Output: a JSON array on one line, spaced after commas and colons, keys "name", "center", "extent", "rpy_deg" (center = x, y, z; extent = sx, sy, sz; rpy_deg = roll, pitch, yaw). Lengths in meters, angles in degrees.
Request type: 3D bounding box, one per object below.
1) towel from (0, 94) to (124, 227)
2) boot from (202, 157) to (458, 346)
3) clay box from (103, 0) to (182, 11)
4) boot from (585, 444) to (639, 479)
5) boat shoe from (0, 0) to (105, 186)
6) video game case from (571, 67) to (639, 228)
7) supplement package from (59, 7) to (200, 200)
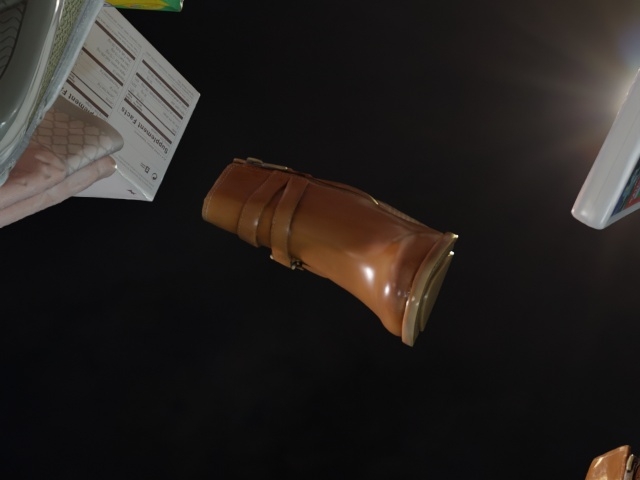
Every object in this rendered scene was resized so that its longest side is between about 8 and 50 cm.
[{"name": "towel", "center": [-0.369, -0.123, 1.151], "extent": [0.332, 0.053, 0.317], "rpy_deg": [34, -154, 11]}, {"name": "boot", "center": [0.000, 0.000, 0.852], "extent": [0.152, 0.073, 0.197], "rpy_deg": [22, -175, -3]}, {"name": "clay box", "center": [-0.208, -0.245, 1.204], "extent": [0.127, 0.053, 0.222], "rpy_deg": [7, 177, 20]}, {"name": "boot", "center": [0.219, 0.283, 1.195], "extent": [0.109, 0.283, 0.220], "rpy_deg": [41, -133, -33]}, {"name": "boat shoe", "center": [-0.127, -0.172, 0.613], "extent": [0.118, 0.320, 0.103], "rpy_deg": [13, 166, 0]}, {"name": "video game case", "center": [0.210, -0.108, 0.775], "extent": [0.023, 0.201, 0.183], "rpy_deg": [28, -164, 17]}, {"name": "supplement package", "center": [-0.308, -0.157, 1.497], "extent": [0.262, 0.145, 0.204], "rpy_deg": [3, 153, 37]}]
